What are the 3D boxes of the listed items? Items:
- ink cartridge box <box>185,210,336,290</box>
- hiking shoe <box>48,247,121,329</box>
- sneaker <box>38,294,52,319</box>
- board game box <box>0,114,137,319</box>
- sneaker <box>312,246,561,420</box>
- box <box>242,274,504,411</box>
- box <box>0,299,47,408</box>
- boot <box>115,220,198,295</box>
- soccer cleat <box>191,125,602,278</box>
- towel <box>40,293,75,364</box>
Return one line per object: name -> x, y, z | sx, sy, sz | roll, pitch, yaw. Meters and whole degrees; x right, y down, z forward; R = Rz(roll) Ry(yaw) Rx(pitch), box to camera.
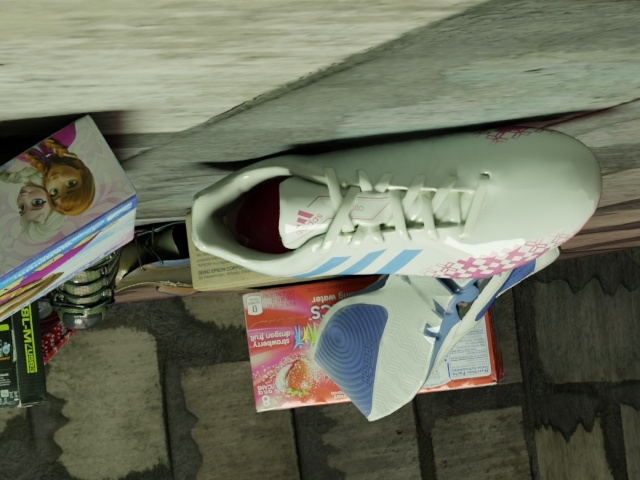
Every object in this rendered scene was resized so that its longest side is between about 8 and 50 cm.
ink cartridge box -> 0.000, 0.000, 1.764 | 0.193, 0.088, 0.234 | -10, 174, 26
hiking shoe -> -0.220, 0.027, 1.603 | 0.086, 0.114, 0.227 | -6, 176, -9
sneaker -> -0.391, 0.054, 1.941 | 0.153, 0.101, 0.268 | -19, 171, -18
board game box -> -0.276, 0.043, 1.155 | 0.318, 0.066, 0.318 | -32, 180, -7
sneaker -> 0.138, 0.035, 1.610 | 0.182, 0.127, 0.315 | -16, 148, -45
box -> 0.057, 0.102, 1.759 | 0.257, 0.128, 0.122 | -8, 176, 9
box -> -0.358, 0.080, 1.667 | 0.190, 0.184, 0.045 | -10, 172, 37
boot -> -0.207, 0.008, 1.853 | 0.219, 0.082, 0.106 | 1, 151, -33
soccer cleat -> 0.051, -0.021, 1.311 | 0.331, 0.116, 0.143 | -8, 176, 27
towel -> -0.374, 0.095, 2.093 | 0.199, 0.031, 0.275 | -7, -155, 27
